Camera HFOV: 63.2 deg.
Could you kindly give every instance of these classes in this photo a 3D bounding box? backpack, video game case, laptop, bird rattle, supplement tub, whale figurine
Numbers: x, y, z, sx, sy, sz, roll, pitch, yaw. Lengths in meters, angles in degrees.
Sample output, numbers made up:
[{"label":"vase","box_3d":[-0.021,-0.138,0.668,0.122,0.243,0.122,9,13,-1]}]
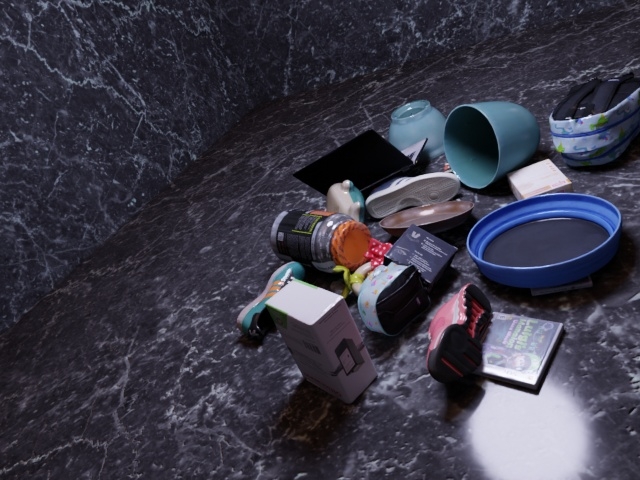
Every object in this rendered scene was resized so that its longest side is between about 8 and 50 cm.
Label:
[{"label":"backpack","box_3d":[0.911,-0.398,1.717,0.290,0.273,0.356,6,21,41]},{"label":"video game case","box_3d":[0.451,0.251,1.221,0.173,0.022,0.190,6,42,43]},{"label":"laptop","box_3d":[0.168,-0.329,2.051,0.382,0.236,0.408,-25,19,35]},{"label":"bird rattle","box_3d":[0.170,0.115,1.613,0.254,0.143,0.207,-25,38,-25]},{"label":"supplement tub","box_3d":[0.000,0.000,1.799,0.338,0.207,0.207,10,45,48]},{"label":"backpack","box_3d":[0.187,0.163,1.425,0.145,0.165,0.188,6,39,46]},{"label":"video game case","box_3d":[0.622,0.079,1.370,0.143,0.019,0.157,-13,31,22]},{"label":"whale figurine","box_3d":[0.118,-0.117,1.930,0.141,0.216,0.272,-3,14,-19]}]

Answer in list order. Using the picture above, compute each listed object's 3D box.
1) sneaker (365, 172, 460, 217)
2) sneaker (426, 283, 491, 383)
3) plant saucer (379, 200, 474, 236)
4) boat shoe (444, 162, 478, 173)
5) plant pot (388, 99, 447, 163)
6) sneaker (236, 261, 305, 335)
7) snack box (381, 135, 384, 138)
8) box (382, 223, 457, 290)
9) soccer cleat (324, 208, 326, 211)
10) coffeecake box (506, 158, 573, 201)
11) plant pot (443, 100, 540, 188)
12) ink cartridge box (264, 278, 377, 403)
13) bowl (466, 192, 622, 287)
[{"label":"sneaker","box_3d":[0.338,-0.195,1.930,0.351,0.131,0.148,-12,30,19]},{"label":"sneaker","box_3d":[0.318,0.241,1.269,0.136,0.116,0.314,-42,4,44]},{"label":"plant saucer","box_3d":[0.350,-0.068,1.714,0.311,0.050,0.310,-13,12,3]},{"label":"boat shoe","box_3d":[0.536,-0.272,1.989,0.137,0.049,0.043,5,84,40]},{"label":"plant pot","box_3d":[0.419,-0.488,2.275,0.293,0.196,0.293,-20,30,12]},{"label":"sneaker","box_3d":[-0.133,0.197,1.699,0.121,0.108,0.302,13,55,48]},{"label":"snack box","box_3d":[0.249,-0.446,2.504,0.100,0.037,0.141,-10,32,29]},{"label":"box","box_3d":[0.288,0.059,1.528,0.156,0.093,0.158,33,58,21]},{"label":"soccer cleat","box_3d":[0.053,-0.134,2.160,0.083,0.029,0.036,-29,25,-15]},{"label":"coffeecake box","box_3d":[0.700,-0.173,1.667,0.143,0.068,0.185,-19,29,12]},{"label":"plant pot","box_3d":[0.615,-0.354,1.825,0.235,0.292,0.293,-19,26,-20]},{"label":"ink cartridge box","box_3d":[0.003,0.253,1.318,0.115,0.272,0.199,-39,32,-27]},{"label":"bowl","box_3d":[0.605,-0.004,1.426,0.392,0.077,0.391,-19,24,9]}]
